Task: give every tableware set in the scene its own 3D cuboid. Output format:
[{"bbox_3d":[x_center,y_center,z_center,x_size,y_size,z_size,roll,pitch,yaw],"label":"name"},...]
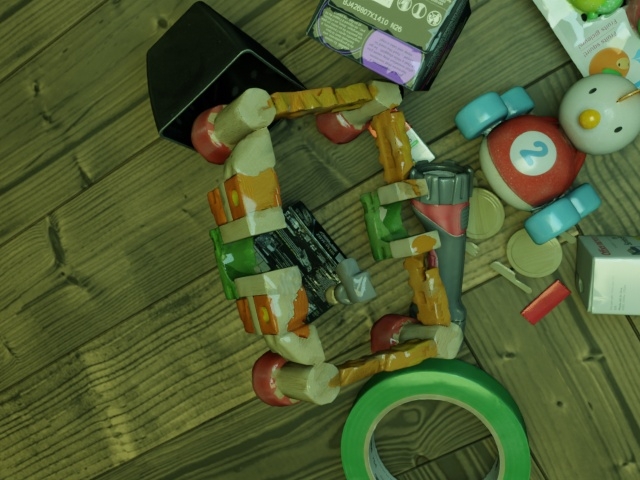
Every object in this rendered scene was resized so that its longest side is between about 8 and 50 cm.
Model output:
[{"bbox_3d":[0.301,-0.016,1.098,0.194,0.039,0.128,37,122,9],"label":"tableware set"}]

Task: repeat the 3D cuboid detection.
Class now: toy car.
[{"bbox_3d":[0.356,-0.155,0.940,0.238,0.210,0.219,-38,80,38],"label":"toy car"}]

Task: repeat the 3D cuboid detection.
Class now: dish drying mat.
[{"bbox_3d":[0.373,0.103,1.124,0.032,0.008,0.083,44,106,0],"label":"dish drying mat"}]

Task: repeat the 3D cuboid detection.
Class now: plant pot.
[{"bbox_3d":[-0.166,-0.258,1.076,0.188,0.187,0.167,-40,65,17],"label":"plant pot"}]

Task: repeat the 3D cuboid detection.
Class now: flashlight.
[{"bbox_3d":[0.184,0.027,1.093,0.103,0.103,0.304,-1,113,-6],"label":"flashlight"}]

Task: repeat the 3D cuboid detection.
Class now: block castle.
[{"bbox_3d":[0.000,0.000,1.009,0.303,0.213,0.453,-14,90,-29],"label":"block castle"}]

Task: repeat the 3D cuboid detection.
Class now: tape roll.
[{"bbox_3d":[0.199,0.364,1.184,0.321,0.077,0.321,2,102,12],"label":"tape roll"}]

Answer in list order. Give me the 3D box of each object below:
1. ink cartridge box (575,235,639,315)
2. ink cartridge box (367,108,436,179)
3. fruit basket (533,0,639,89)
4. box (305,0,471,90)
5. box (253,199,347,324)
[{"bbox_3d":[0.499,0.051,1.008,0.212,0.154,0.093,0,102,13],"label":"ink cartridge box"},{"bbox_3d":[0.129,-0.161,1.111,0.063,0.029,0.115,-39,92,18],"label":"ink cartridge box"},{"bbox_3d":[0.461,-0.384,0.921,0.327,0.165,0.353,-35,96,17],"label":"fruit basket"},{"bbox_3d":[0.107,-0.309,0.958,0.165,0.270,0.143,29,106,5],"label":"box"},{"bbox_3d":[-0.041,0.048,1.169,0.147,0.077,0.180,-39,91,17],"label":"box"}]
